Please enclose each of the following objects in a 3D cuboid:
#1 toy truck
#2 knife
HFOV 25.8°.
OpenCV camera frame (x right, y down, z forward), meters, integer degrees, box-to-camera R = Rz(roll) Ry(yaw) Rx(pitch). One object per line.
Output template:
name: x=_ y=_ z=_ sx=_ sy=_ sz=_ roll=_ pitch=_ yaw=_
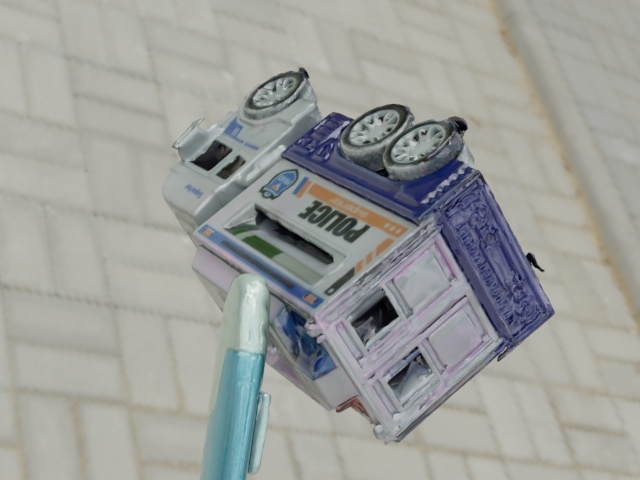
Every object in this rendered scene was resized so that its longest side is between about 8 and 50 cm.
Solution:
toy truck: x=0.000 y=0.000 z=0.846 sx=0.268 sy=0.155 sz=0.124 roll=28 pitch=-26 yaw=56
knife: x=-0.048 y=0.127 z=0.725 sx=0.031 sy=0.222 sz=0.064 roll=7 pitch=8 yaw=-10
